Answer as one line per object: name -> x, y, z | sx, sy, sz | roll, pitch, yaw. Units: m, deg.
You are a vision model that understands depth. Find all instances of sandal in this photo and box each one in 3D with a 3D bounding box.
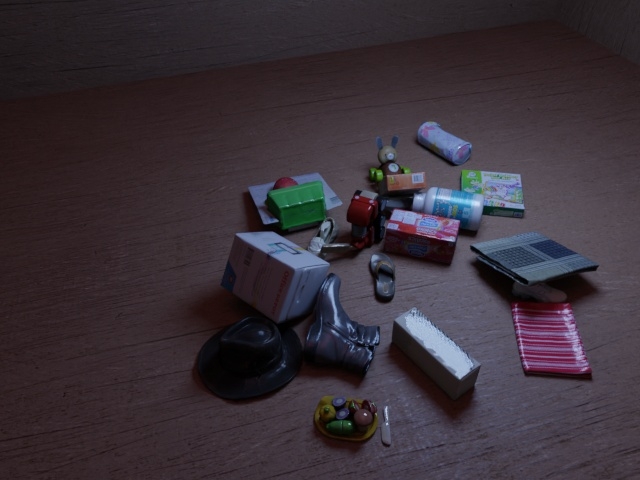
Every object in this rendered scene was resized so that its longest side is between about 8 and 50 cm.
sandal -> 0.224, 0.118, 1.809 | 0.090, 0.060, 0.219 | 0, 42, 4

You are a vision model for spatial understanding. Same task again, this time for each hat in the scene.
hat -> -0.222, 0.324, 1.559 | 0.332, 0.133, 0.331 | -2, 43, 1

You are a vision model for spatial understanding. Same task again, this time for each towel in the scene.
towel -> 0.720, 0.302, 1.596 | 0.199, 0.031, 0.274 | 2, 43, 7
towel -> 0.735, 0.065, 1.776 | 0.325, 0.056, 0.312 | -9, 27, -20

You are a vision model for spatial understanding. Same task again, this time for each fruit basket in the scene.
fruit basket -> -0.115, -0.177, 2.123 | 0.328, 0.165, 0.353 | -14, 28, -12

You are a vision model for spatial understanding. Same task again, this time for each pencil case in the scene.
pencil case -> 0.582, -0.462, 2.388 | 0.124, 0.113, 0.273 | -31, 49, -15

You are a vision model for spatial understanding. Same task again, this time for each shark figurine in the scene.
shark figurine -> 0.268, -0.128, 2.057 | 0.279, 0.116, 0.166 | -4, 8, -13

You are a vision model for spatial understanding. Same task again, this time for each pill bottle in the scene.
pill bottle -> 0.502, -0.130, 2.002 | 0.265, 0.146, 0.146 | 10, 44, 16

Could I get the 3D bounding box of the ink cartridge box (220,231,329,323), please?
ink cartridge box -> -0.151, 0.114, 1.688 | 0.270, 0.198, 0.197 | 29, 18, 30

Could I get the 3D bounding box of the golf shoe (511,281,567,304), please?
golf shoe -> 0.743, 0.165, 1.705 | 0.177, 0.085, 0.069 | 9, 42, 12

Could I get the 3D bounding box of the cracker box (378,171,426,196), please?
cracker box -> 0.331, -0.229, 2.083 | 0.156, 0.067, 0.232 | -5, -1, -2

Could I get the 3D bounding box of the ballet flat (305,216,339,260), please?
ballet flat -> 0.000, 0.000, 1.940 | 0.086, 0.086, 0.248 | 13, 45, 18

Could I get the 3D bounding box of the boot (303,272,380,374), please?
boot -> 0.087, 0.267, 1.633 | 0.223, 0.118, 0.337 | 9, 54, 9

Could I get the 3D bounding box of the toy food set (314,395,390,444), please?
toy food set -> 0.090, 0.482, 1.407 | 0.218, 0.071, 0.128 | 5, 43, 9

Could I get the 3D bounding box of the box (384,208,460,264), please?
box -> 0.380, -0.016, 1.901 | 0.257, 0.122, 0.128 | 12, 45, 16

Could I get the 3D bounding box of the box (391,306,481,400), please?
box -> 0.340, 0.335, 1.525 | 0.094, 0.113, 0.275 | -27, 48, -25

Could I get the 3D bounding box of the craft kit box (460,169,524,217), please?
craft kit box -> 0.719, -0.200, 2.136 | 0.250, 0.060, 0.246 | 6, 40, 10

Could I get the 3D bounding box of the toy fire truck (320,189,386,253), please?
toy fire truck -> 0.122, -0.045, 1.881 | 0.159, 0.216, 0.246 | 19, 48, 22

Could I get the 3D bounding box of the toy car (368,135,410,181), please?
toy car -> 0.299, -0.361, 2.218 | 0.155, 0.188, 0.149 | -6, 14, -10
